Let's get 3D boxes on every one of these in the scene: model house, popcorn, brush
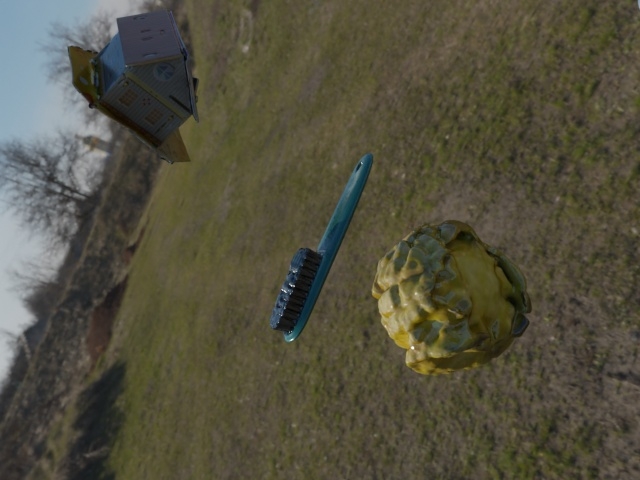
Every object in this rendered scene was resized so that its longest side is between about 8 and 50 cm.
[{"bbox_3d":[-0.224,-0.238,0.913,0.136,0.207,0.219,-41,41,16],"label":"model house"},{"bbox_3d":[0.193,0.092,1.004,0.190,0.250,0.250,-3,67,65],"label":"popcorn"},{"bbox_3d":[0.000,0.000,0.603,0.043,0.032,0.193,-3,63,67],"label":"brush"}]

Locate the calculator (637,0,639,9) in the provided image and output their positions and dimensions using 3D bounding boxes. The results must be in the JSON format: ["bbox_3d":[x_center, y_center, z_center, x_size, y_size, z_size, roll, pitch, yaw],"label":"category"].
[{"bbox_3d":[0.271,-0.177,0.351,0.210,0.039,0.121,-40,17,6],"label":"calculator"}]
